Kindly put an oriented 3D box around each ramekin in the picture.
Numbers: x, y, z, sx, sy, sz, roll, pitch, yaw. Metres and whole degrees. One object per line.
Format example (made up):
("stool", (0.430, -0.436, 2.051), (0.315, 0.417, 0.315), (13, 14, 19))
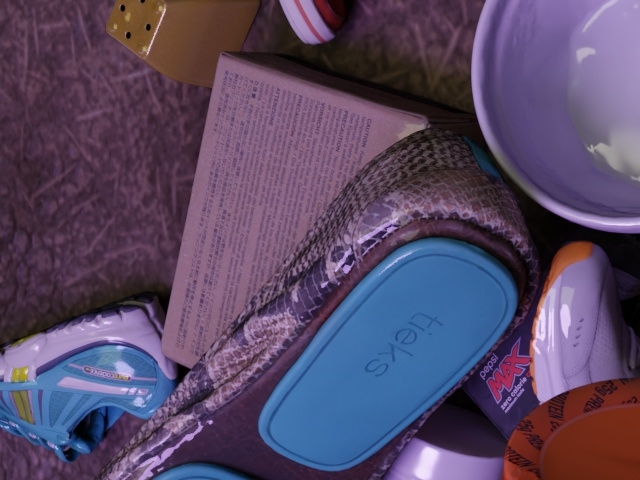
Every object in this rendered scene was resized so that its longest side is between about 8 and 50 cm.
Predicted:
("ramekin", (0.207, -0.101, 1.215), (0.207, 0.109, 0.207), (-5, 80, 28))

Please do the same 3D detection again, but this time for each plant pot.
("plant pot", (-0.112, -0.167, 1.502), (0.081, 0.083, 0.081), (39, 115, 31))

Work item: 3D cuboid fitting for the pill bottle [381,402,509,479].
("pill bottle", (0.059, 0.227, 1.368), (0.124, 0.124, 0.221), (28, 110, 34))

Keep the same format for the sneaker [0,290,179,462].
("sneaker", (-0.223, 0.128, 1.604), (0.275, 0.107, 0.110), (-20, 90, 38))

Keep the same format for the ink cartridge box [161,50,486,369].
("ink cartridge box", (0.000, 0.000, 1.422), (0.193, 0.088, 0.234), (22, 106, 34))

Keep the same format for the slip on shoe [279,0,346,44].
("slip on shoe", (0.006, -0.300, 1.387), (0.101, 0.123, 0.331), (2, 101, 7))

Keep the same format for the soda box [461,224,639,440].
("soda box", (0.166, 0.053, 1.316), (0.060, 0.053, 0.169), (48, 120, 26))

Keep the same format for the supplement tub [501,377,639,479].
("supplement tub", (0.186, 0.261, 1.156), (0.207, 0.207, 0.338), (22, 128, 35))

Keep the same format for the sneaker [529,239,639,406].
("sneaker", (0.206, 0.111, 1.237), (0.121, 0.099, 0.262), (-5, 120, 21))

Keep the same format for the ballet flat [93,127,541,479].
("ballet flat", (-0.032, 0.118, 1.308), (0.483, 0.164, 0.182), (-51, 22, 24))
